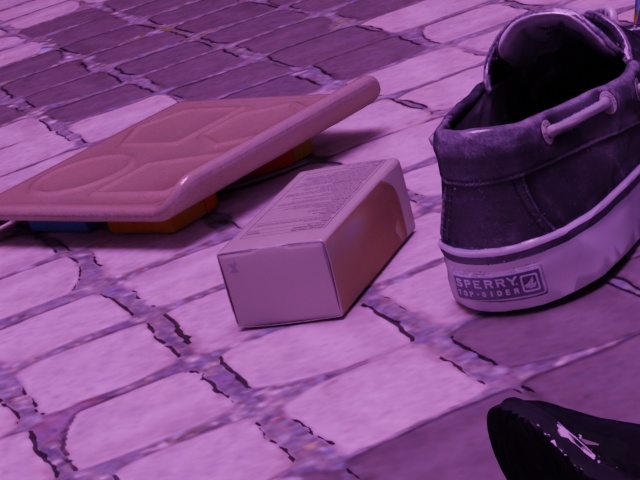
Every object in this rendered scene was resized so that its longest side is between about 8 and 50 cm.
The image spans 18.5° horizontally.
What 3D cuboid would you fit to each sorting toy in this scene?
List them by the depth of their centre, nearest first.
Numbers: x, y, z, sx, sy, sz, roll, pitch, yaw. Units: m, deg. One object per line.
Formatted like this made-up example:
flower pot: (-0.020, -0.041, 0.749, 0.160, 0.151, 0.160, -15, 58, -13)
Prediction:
sorting toy: (-0.089, -0.046, 1.212, 0.208, 0.038, 0.193, -5, 20, 44)

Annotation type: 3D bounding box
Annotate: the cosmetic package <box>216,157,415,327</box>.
cosmetic package: (0.000, 0.000, 0.970, 0.060, 0.041, 0.115, -7, 20, 26)

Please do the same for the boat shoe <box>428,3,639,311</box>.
boat shoe: (0.127, -0.070, 0.974, 0.108, 0.102, 0.301, -6, 20, 30)

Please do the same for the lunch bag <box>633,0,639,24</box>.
lunch bag: (0.342, -0.199, 1.200, 0.293, 0.138, 0.221, 1, 21, 11)

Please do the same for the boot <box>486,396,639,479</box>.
boot: (0.126, 0.067, 0.647, 0.099, 0.045, 0.121, -26, 27, -22)
